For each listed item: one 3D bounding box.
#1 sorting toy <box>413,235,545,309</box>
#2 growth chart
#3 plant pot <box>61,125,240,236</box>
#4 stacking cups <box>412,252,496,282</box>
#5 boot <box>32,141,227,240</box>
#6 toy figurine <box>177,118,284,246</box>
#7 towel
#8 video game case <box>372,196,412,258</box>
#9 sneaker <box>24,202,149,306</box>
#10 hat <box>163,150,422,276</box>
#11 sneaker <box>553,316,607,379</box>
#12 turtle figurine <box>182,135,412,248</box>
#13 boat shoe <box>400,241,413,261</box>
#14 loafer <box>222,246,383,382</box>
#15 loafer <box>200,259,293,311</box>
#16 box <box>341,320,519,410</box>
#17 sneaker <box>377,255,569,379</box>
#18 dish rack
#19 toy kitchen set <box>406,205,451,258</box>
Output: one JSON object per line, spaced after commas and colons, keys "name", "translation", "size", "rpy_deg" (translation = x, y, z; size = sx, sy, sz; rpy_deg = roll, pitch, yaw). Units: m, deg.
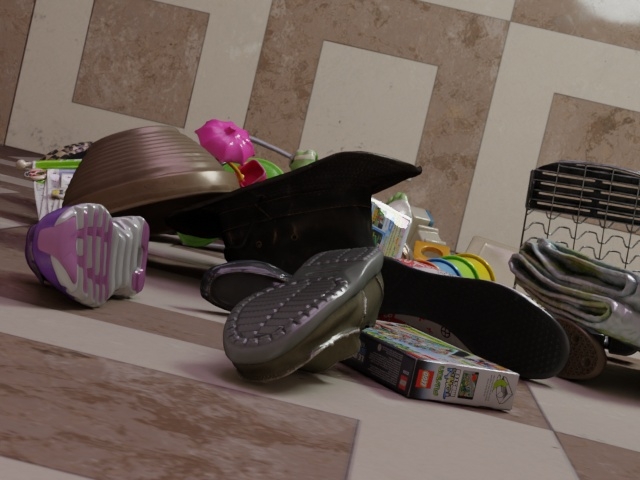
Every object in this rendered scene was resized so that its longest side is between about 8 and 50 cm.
{"name": "sorting toy", "translation": [0.323, 0.071, 2.320], "size": [0.347, 0.047, 0.196], "rpy_deg": [18, 32, 13]}
{"name": "growth chart", "translation": [-0.325, -0.063, 1.895], "size": [0.172, 0.021, 0.237], "rpy_deg": [-6, 30, -18]}
{"name": "plant pot", "translation": [-0.226, -0.075, 1.702], "size": [0.237, 0.110, 0.237], "rpy_deg": [-15, -7, -2]}
{"name": "stacking cups", "translation": [0.154, 0.066, 1.841], "size": [0.096, 0.096, 0.316], "rpy_deg": [15, 6, 22]}
{"name": "boot", "translation": [-0.255, -0.081, 2.187], "size": [0.377, 0.138, 0.284], "rpy_deg": [-4, 13, -37]}
{"name": "toy figurine", "translation": [-0.141, -0.091, 1.833], "size": [0.130, 0.173, 0.159], "rpy_deg": [51, -10, 34]}
{"name": "towel", "translation": [0.442, 0.120, 1.677], "size": [0.374, 0.090, 0.320], "rpy_deg": [25, 3, -17]}
{"name": "video game case", "translation": [0.046, -0.001, 1.880], "size": [0.143, 0.157, 0.019], "rpy_deg": [28, -37, -11]}
{"name": "sneaker", "translation": [-0.242, 0.012, 1.304], "size": [0.104, 0.095, 0.236], "rpy_deg": [7, -2, 8]}
{"name": "hat", "translation": [-0.022, -0.002, 1.692], "size": [0.331, 0.134, 0.331], "rpy_deg": [-12, -11, -2]}
{"name": "sneaker", "translation": [0.283, 0.122, 1.607], "size": [0.071, 0.066, 0.188], "rpy_deg": [12, 4, -35]}
{"name": "turtle figurine", "translation": [-0.021, -0.044, 2.005], "size": [0.266, 0.198, 0.274], "rpy_deg": [5, 10, -32]}
{"name": "boat shoe", "translation": [0.000, 0.000, 2.273], "size": [0.324, 0.123, 0.116], "rpy_deg": [22, 41, 23]}
{"name": "loafer", "translation": [0.000, 0.074, 1.151], "size": [0.094, 0.087, 0.251], "rpy_deg": [-5, 13, 26]}
{"name": "loafer", "translation": [-0.045, 0.061, 1.436], "size": [0.170, 0.062, 0.061], "rpy_deg": [10, 10, -29]}
{"name": "box", "translation": [0.082, 0.111, 1.280], "size": [0.114, 0.036, 0.207], "rpy_deg": [11, 4, -28]}
{"name": "sneaker", "translation": [0.172, 0.087, 1.558], "size": [0.270, 0.090, 0.145], "rpy_deg": [19, -1, 23]}
{"name": "dish rack", "translation": [0.368, 0.023, 1.879], "size": [0.208, 0.272, 0.074], "rpy_deg": [10, 15, 12]}
{"name": "toy kitchen set", "translation": [0.238, 0.048, 2.493], "size": [0.166, 0.122, 0.207], "rpy_deg": [13, 24, -16]}
